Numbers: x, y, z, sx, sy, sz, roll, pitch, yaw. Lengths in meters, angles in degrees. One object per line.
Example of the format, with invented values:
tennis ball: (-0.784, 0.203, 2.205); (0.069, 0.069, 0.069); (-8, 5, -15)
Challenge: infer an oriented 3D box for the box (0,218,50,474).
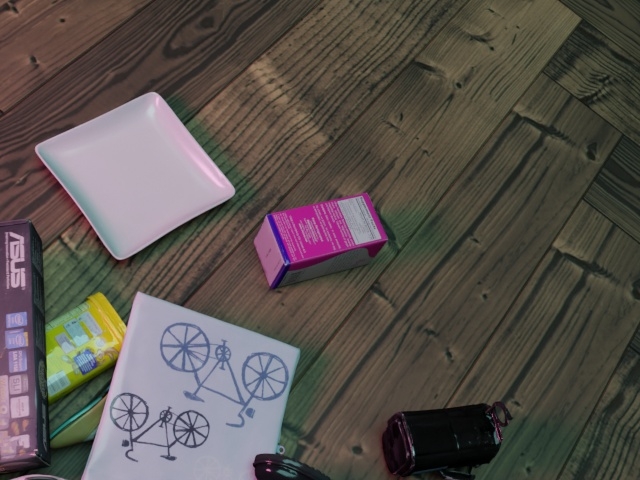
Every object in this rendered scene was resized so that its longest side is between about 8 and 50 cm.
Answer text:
box: (-0.591, 0.176, 1.362); (0.318, 0.097, 0.395); (-7, 65, -7)

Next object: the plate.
plate: (-0.348, -0.123, 1.667); (0.278, 0.045, 0.277); (-33, 77, -29)

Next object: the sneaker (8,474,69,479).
sneaker: (-0.471, 0.391, 1.309); (0.262, 0.121, 0.099); (-1, 89, -13)

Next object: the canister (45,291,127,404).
canister: (-0.413, 0.180, 1.471); (0.169, 0.073, 0.126); (-31, 76, -28)

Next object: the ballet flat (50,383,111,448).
ballet flat: (-0.342, 0.274, 1.446); (0.073, 0.080, 0.232); (48, 59, -3)

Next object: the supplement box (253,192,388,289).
supplement box: (0.000, 0.000, 1.682); (0.220, 0.111, 0.114); (-12, 67, -24)

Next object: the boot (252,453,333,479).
boot: (-0.032, 0.484, 1.414); (0.246, 0.094, 0.207); (35, 54, -17)

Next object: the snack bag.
snack bag: (-0.202, 0.291, 1.463); (0.323, 0.037, 0.343); (22, 65, -23)

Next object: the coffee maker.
coffee maker: (0.214, 0.339, 1.543); (0.178, 0.171, 0.120); (-2, 37, -22)
